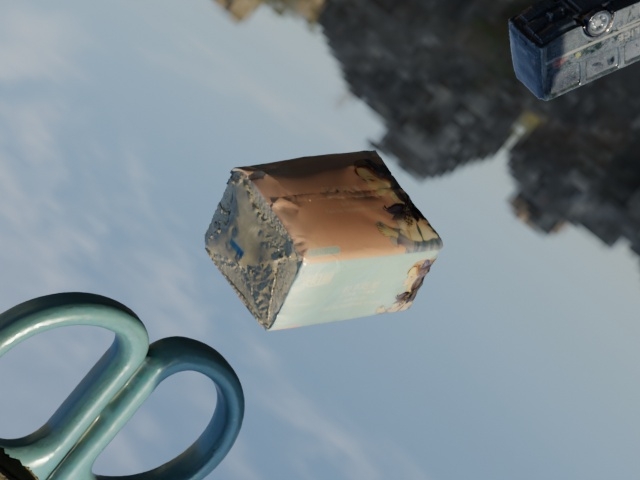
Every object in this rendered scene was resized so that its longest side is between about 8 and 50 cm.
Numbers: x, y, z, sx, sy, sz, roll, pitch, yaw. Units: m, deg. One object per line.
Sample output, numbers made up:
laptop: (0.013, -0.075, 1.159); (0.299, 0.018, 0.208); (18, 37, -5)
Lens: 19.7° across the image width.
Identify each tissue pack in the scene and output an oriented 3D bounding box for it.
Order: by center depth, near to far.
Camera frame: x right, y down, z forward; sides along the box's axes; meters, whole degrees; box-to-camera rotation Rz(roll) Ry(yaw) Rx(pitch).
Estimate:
tissue pack: (0.000, 0.000, 0.898); (0.094, 0.059, 0.074); (-7, -131, -41)

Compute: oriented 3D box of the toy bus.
toy bus: (0.206, -0.151, 1.227); (0.047, 0.166, 0.065); (53, 160, 44)

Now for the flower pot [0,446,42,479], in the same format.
flower pot: (-0.214, 0.201, 0.832); (0.235, 0.235, 0.140); (38, -176, -5)

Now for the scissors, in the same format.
scissors: (-0.230, 0.215, 1.113); (0.192, 0.447, 0.029); (29, -162, -40)
